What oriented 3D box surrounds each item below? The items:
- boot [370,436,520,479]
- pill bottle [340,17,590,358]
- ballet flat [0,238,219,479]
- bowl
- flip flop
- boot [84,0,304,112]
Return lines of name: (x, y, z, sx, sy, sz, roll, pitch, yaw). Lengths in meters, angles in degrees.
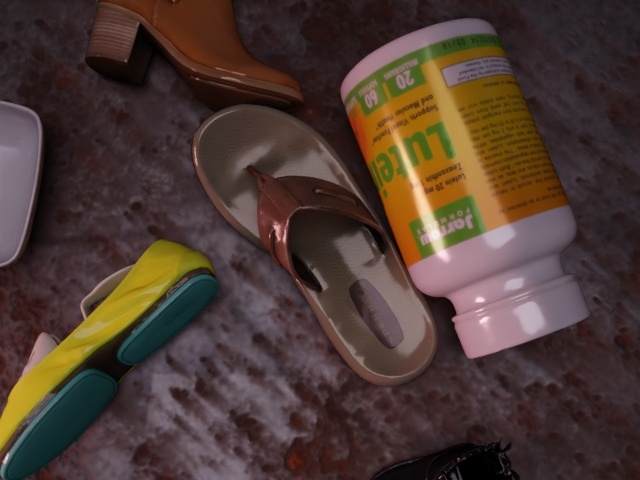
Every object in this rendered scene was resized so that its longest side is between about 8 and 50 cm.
boot: (0.089, 0.189, 0.632, 0.121, 0.099, 0.045, -22, 80, -7)
pill bottle: (0.119, -0.037, 0.654, 0.136, 0.136, 0.245, -20, 82, -6)
ballet flat: (-0.183, 0.087, 0.658, 0.077, 0.077, 0.231, 39, 77, 26)
bowl: (-0.299, -0.047, 0.677, 0.142, 0.053, 0.142, 7, 81, -2)
flip flop: (0.000, 0.000, 0.669, 0.112, 0.080, 0.277, -34, 86, -4)
boot: (-0.093, -0.199, 0.707, 0.197, 0.073, 0.152, 17, 76, -3)
